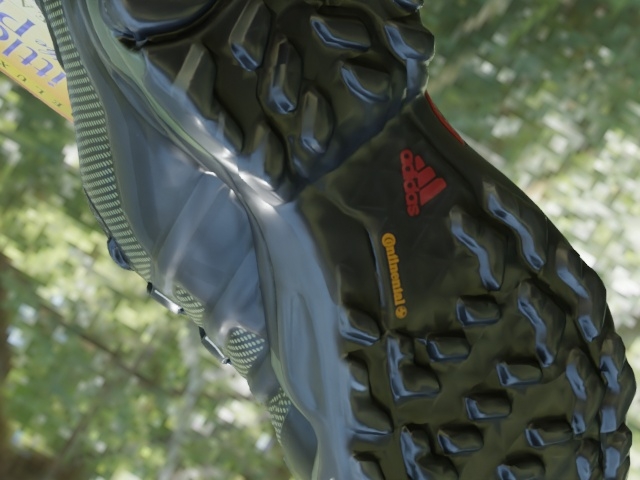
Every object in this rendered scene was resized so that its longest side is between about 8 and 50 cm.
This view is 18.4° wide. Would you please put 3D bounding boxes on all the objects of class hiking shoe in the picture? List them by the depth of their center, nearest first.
[{"bbox_3d":[0.000,0.000,0.491,0.114,0.086,0.227,24,143,59],"label":"hiking shoe"}]

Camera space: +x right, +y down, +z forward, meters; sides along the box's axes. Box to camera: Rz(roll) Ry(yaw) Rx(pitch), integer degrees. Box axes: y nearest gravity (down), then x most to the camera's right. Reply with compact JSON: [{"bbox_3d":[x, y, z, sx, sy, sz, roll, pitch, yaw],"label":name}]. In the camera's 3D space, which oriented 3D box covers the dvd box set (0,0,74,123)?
[{"bbox_3d":[-0.143,-0.195,0.865,0.308,0.062,0.420,37,159,-14],"label":"dvd box set"}]
